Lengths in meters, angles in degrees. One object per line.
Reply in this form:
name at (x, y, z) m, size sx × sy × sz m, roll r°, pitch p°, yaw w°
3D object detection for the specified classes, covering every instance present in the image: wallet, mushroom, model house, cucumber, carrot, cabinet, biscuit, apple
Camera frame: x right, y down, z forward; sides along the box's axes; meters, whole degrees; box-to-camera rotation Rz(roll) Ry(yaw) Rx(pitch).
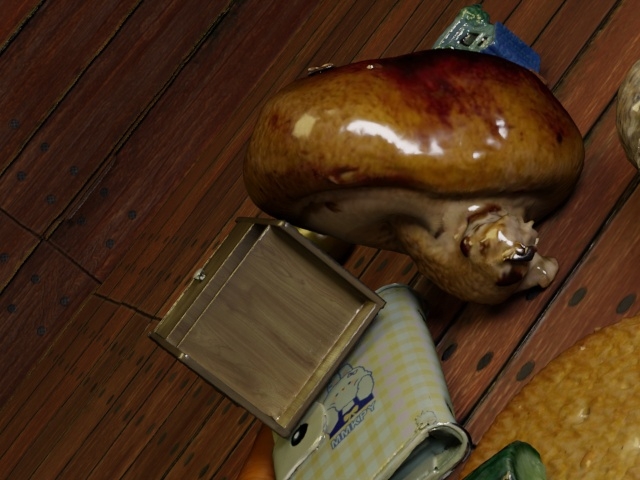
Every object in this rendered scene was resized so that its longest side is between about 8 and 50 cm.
wallet at (0.040, 0.181, 1.375) m, size 0.223 × 0.077 × 0.309 m, roll -43°, pitch 18°, yaw 13°
mushroom at (0.085, -0.053, 1.404) m, size 0.345 × 0.345 × 0.260 m, roll -24°, pitch 64°, yaw 58°
model house at (0.209, -0.203, 1.722) m, size 0.148 × 0.119 × 0.148 m, roll -51°, pitch 23°, yaw -2°
cucumber at (0.111, 0.205, 0.994) m, size 0.115 × 0.062 × 0.116 m, roll -40°, pitch 22°, yaw 23°
carrot at (-0.049, 0.237, 1.504) m, size 0.069 × 0.069 × 0.336 m, roll -42°, pitch 13°, yaw 27°
cabinet at (-0.067, 0.082, 1.472) m, size 0.175 × 0.148 × 0.215 m, roll -53°, pitch 13°, yaw -8°
biscuit at (0.194, 0.176, 1.008) m, size 0.305 × 0.038 × 0.305 m, roll -45°, pitch 18°, yaw 19°
apple at (0.000, 0.000, 1.884) m, size 0.089 × 0.074 × 0.089 m, roll -26°, pitch 17°, yaw 8°

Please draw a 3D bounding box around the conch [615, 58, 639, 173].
conch at (0.313, -0.094, 1.126) m, size 0.155 × 0.130 × 0.207 m, roll -36°, pitch 13°, yaw 34°
